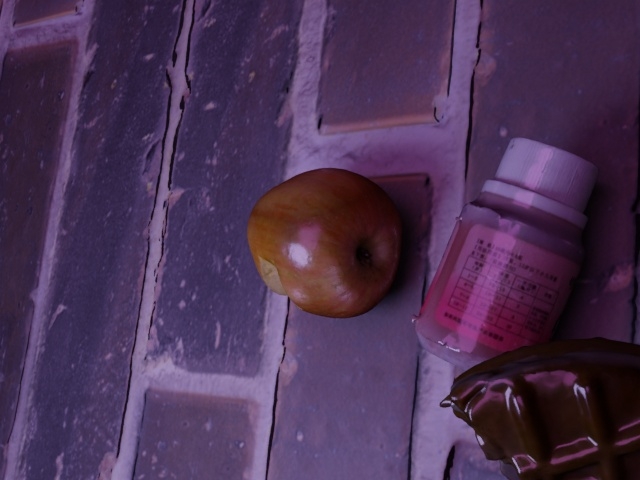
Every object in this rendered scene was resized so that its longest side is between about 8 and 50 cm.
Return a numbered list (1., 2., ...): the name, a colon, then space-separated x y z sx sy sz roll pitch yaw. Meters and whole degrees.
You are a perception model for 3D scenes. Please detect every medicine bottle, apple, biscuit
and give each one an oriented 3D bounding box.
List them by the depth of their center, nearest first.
1. biscuit: 0.267 0.253 0.792 0.268 0.115 0.367 -13 107 15
2. medicine bottle: 0.204 0.021 0.970 0.147 0.147 0.247 24 92 37
3. apple: 0.000 0.000 1.107 0.199 0.199 0.199 -10 72 33
